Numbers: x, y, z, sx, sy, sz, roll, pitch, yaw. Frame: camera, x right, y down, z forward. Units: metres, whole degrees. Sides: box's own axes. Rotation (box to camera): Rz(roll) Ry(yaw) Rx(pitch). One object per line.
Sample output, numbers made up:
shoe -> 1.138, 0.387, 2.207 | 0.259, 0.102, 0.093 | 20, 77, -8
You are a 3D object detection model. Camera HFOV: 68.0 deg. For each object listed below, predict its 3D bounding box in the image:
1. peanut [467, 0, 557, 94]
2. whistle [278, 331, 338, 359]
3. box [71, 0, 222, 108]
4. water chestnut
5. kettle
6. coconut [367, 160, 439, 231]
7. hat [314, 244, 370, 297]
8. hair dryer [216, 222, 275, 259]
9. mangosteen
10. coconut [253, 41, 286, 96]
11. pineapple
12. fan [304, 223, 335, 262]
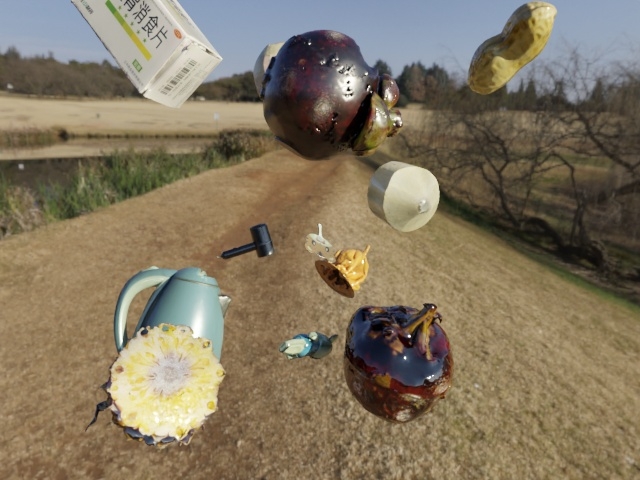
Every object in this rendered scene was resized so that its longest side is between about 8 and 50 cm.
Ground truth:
peanut -> 0.548, -0.553, 1.374 | 0.146, 0.147, 0.305 | -9, -20, -38
whistle -> -0.040, 0.294, 1.331 | 0.235, 0.114, 0.077 | 19, 31, -56
box -> -0.400, -0.487, 1.104 | 0.333, 0.173, 0.145 | 52, 18, 12
water chestnut -> 0.219, 0.293, 1.282 | 0.334, 0.347, 0.335 | 9, 31, -6
kettle -> -0.429, 0.238, 1.353 | 0.319, 0.343, 0.247 | 12, -7, -7
coconut -> 0.253, -0.133, 1.431 | 0.202, 0.202, 0.222 | -4, 23, -24
hat -> 0.133, 0.088, 2.033 | 0.233, 0.244, 0.233 | 35, 66, 31
hair dryer -> -0.293, 0.022, 1.815 | 0.218, 0.125, 0.071 | -20, 7, -11
mangosteen -> 0.022, -0.401, 1.407 | 0.421, 0.381, 0.381 | 43, 17, -1
coconut -> -0.154, -0.736, 2.114 | 0.297, 0.298, 0.254 | 10, 2, 29
pineapple -> -0.384, 0.345, 1.065 | 0.262, 0.263, 0.271 | -10, -17, -41
fan -> 0.000, 0.000, 2.004 | 0.152, 0.008, 0.227 | 26, 34, -19
